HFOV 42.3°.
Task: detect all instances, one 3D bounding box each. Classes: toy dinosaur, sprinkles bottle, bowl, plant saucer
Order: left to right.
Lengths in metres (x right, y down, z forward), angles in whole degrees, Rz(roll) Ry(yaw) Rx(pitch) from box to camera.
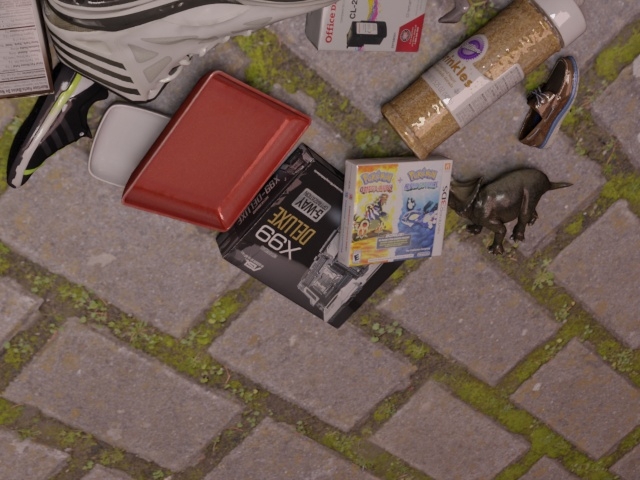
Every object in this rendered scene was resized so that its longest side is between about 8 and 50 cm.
[{"bbox_3d":[-0.298,-0.156,1.341,0.142,0.053,0.142,14,116,-27],"label":"bowl"},{"bbox_3d":[-0.171,-0.144,1.345,0.259,0.048,0.258,-52,148,14],"label":"plant saucer"},{"bbox_3d":[0.274,-0.289,1.406,0.355,0.121,0.121,-39,126,8],"label":"sprinkles bottle"},{"bbox_3d":[0.363,-0.075,1.580,0.313,0.121,0.160,-11,131,-8],"label":"toy dinosaur"}]

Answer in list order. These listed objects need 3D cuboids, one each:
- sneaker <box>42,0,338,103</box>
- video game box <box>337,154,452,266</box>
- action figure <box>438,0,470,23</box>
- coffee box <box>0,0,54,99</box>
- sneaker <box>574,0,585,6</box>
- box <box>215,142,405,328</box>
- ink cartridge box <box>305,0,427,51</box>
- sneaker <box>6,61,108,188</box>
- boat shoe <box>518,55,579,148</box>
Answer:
[{"bbox_3d":[-0.176,-0.337,1.204,0.447,0.169,0.257,-11,160,-19],"label":"sneaker"},{"bbox_3d":[0.134,-0.055,1.473,0.205,0.048,0.187,-6,109,-28],"label":"video game box"},{"bbox_3d":[0.203,-0.493,1.198,0.341,0.178,0.330,7,93,-28],"label":"action figure"},{"bbox_3d":[-0.436,-0.333,1.124,0.098,0.141,0.246,-10,126,-13],"label":"coffee box"},{"bbox_3d":[0.421,-0.462,1.394,0.061,0.054,0.152,-37,130,-12],"label":"sneaker"},{"bbox_3d":[0.000,0.000,1.529,0.242,0.076,0.307,-46,125,12],"label":"box"},{"bbox_3d":[0.073,-0.370,1.315,0.175,0.072,0.127,-4,123,-17],"label":"ink cartridge box"},{"bbox_3d":[-0.403,-0.166,1.279,0.097,0.084,0.235,25,111,-32],"label":"sneaker"},{"bbox_3d":[0.416,-0.251,1.515,0.066,0.066,0.183,1,121,-18],"label":"boat shoe"}]
